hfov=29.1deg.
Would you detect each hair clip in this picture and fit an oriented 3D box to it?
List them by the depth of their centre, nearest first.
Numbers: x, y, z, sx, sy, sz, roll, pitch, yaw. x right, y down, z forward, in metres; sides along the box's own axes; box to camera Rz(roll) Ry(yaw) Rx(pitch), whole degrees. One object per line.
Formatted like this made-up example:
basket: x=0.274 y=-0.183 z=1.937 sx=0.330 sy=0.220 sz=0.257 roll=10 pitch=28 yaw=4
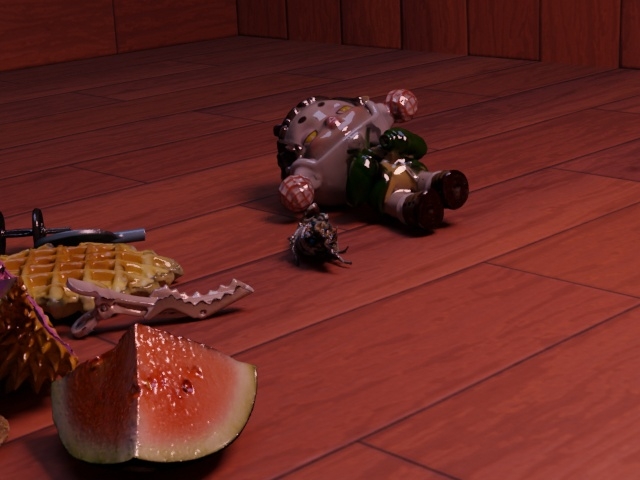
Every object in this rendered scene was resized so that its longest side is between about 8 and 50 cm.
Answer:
hair clip: x=-0.189 y=0.079 z=1.457 sx=0.226 sy=0.072 sz=0.034 roll=1 pitch=21 yaw=-21

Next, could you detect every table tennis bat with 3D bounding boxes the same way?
table tennis bat: x=-0.320 y=0.001 z=1.711 sx=0.155 sy=0.019 sz=0.100 roll=-8 pitch=-15 yaw=-12

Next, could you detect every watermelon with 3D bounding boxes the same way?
watermelon: x=-0.167 y=0.156 z=1.119 sx=0.145 sy=0.137 sz=0.193 roll=-34 pitch=-3 yaw=33

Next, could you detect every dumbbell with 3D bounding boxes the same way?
dumbbell: x=-0.429 y=-0.010 z=1.751 sx=0.147 sy=0.069 sz=0.069 roll=-4 pitch=16 yaw=-5

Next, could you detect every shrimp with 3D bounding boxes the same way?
shrimp: x=-0.003 y=0.003 z=1.685 sx=0.082 sy=0.076 sz=0.174 roll=36 pitch=5 yaw=-13

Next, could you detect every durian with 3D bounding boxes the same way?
durian: x=-0.359 y=0.098 z=1.283 sx=0.187 sy=0.153 sz=0.260 roll=-26 pitch=22 yaw=-3

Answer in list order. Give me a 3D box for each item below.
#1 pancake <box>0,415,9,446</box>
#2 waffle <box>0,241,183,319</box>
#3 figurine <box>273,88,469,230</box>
pancake: x=-0.355 y=0.189 z=1.143 sx=0.140 sy=0.022 sz=0.139 roll=-3 pitch=16 yaw=1
waffle: x=-0.319 y=0.045 z=1.569 sx=0.250 sy=0.056 sz=0.261 roll=7 pitch=14 yaw=32
figurine: x=0.065 y=-0.117 z=1.891 sx=0.281 sy=0.167 sz=0.370 roll=-41 pitch=41 yaw=-20
